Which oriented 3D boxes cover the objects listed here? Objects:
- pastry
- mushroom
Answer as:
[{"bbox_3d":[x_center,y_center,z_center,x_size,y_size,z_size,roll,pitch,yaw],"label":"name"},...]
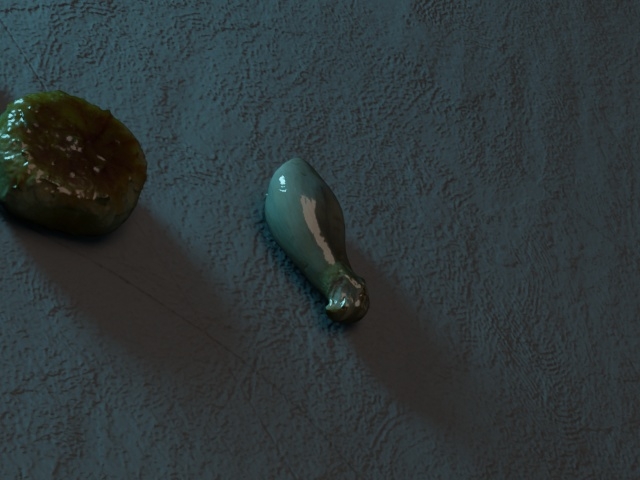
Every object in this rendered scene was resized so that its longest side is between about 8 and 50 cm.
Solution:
[{"bbox_3d":[-0.304,-0.091,2.056,0.192,0.093,0.182,23,44,-19],"label":"pastry"},{"bbox_3d":[0.000,0.000,2.201,0.116,0.093,0.225,23,32,-51],"label":"mushroom"}]
